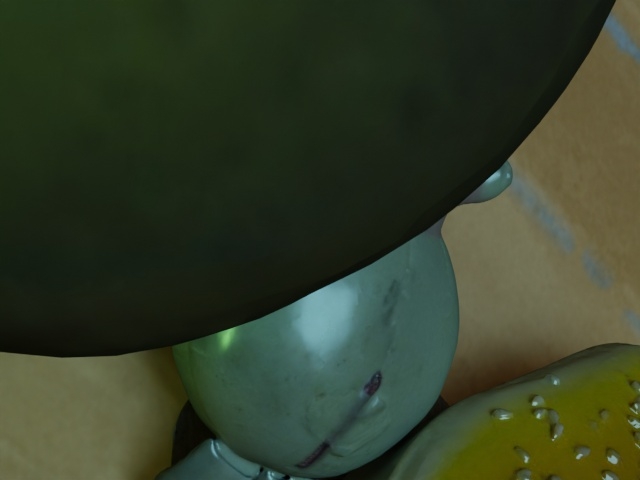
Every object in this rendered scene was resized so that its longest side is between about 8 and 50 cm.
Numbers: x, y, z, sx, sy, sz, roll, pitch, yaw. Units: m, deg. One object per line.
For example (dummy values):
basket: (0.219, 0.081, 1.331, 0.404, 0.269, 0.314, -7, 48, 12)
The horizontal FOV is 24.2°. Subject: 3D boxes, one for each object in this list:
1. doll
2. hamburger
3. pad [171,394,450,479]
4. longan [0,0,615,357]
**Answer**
doll: (0.009, -0.003, 0.645, 0.155, 0.113, 0.275, 27, 71, -38)
hamburger: (0.124, 0.170, 0.711, 0.295, 0.151, 0.227, -18, 98, -38)
pad: (-0.004, 0.198, 0.700, 0.176, 0.002, 0.266, 8, 84, -38)
longan: (-0.065, -0.145, 0.457, 0.361, 0.361, 0.361, 1, 88, -38)
